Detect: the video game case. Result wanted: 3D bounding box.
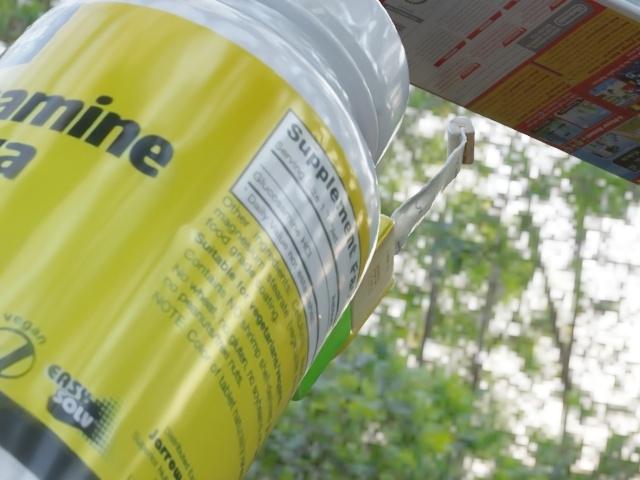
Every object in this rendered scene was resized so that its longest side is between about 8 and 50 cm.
[{"bbox_3d":[0.162,-0.116,1.011,0.285,0.025,0.204,22,-21,-15],"label":"video game case"}]

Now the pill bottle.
[{"bbox_3d":[-0.090,0.014,0.648,0.188,0.334,0.188,18,-42,17],"label":"pill bottle"}]

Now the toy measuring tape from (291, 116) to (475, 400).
[{"bbox_3d":[0.000,0.000,1.141,0.121,0.330,0.121,20,-44,21],"label":"toy measuring tape"}]
